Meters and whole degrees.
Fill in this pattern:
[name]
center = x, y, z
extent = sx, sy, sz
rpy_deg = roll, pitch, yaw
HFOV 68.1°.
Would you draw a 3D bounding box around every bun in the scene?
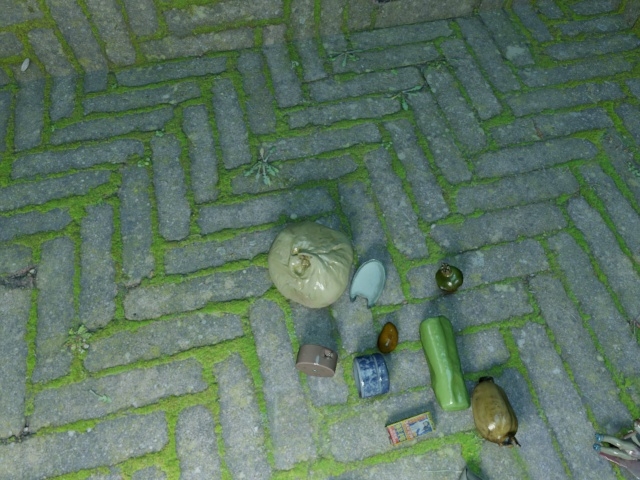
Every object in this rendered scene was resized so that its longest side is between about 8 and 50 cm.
[bun]
center = -0.037, 0.087, 1.862
extent = 0.360, 0.213, 0.362
rpy_deg = -1, 78, 7

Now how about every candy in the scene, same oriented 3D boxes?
[candy]
center = 0.458, 0.447, 1.743
extent = 0.131, 0.142, 0.344
rpy_deg = 0, 61, -16

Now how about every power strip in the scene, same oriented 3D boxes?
[power strip]
center = -0.012, 0.441, 1.730
extent = 0.153, 0.154, 0.078
rpy_deg = 11, 59, 5

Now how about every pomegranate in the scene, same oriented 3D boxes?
[pomegranate]
center = 0.518, 0.144, 1.913
extent = 0.114, 0.142, 0.115
rpy_deg = -15, 48, 17

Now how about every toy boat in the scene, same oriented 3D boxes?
[toy boat]
center = 0.199, 0.174, 1.940
extent = 0.134, 0.079, 0.208
rpy_deg = 16, 72, 17

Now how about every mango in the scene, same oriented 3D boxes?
[mango]
center = 0.262, 0.372, 1.825
extent = 0.077, 0.063, 0.127
rpy_deg = 11, 60, 15

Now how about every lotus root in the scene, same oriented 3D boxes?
[lotus root]
center = 0.603, 0.605, 1.651
extent = 0.140, 0.154, 0.257
rpy_deg = -30, 39, 25

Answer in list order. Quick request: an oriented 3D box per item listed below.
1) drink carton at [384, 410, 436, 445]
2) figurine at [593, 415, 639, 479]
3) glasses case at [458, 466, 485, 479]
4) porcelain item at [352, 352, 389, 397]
[drink carton]
center = 0.316, 0.662, 1.667
extent = 0.165, 0.056, 0.071
rpy_deg = -15, 70, -9
[figurine]
center = 1.076, 0.697, 1.621
extent = 0.259, 0.103, 0.206
rpy_deg = 10, 86, 10
[glasses case]
center = 0.469, 0.899, 1.518
extent = 0.128, 0.083, 0.308
rpy_deg = 24, 63, 13
[porcelain item]
center = 0.185, 0.486, 1.712
extent = 0.114, 0.147, 0.147
rpy_deg = -8, 61, -7
